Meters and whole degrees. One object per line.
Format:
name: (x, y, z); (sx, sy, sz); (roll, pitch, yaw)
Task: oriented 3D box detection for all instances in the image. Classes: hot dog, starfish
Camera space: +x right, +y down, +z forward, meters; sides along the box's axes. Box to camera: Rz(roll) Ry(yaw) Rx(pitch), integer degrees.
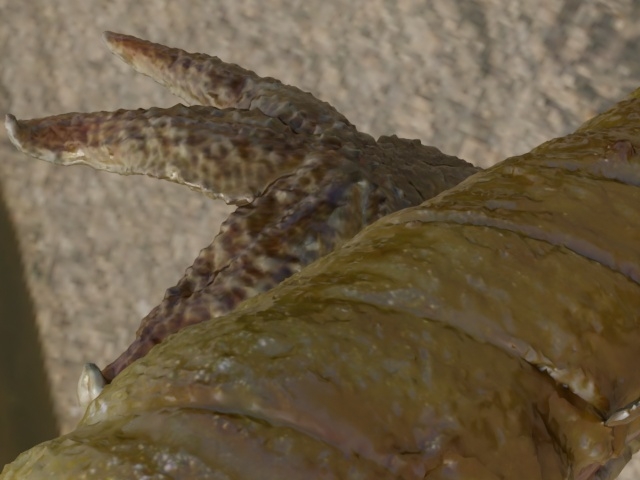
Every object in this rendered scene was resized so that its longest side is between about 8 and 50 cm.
hot dog: (0.043, 0.020, 0.406); (0.088, 0.286, 0.061); (41, 133, 12)
starfish: (0.005, -0.008, 0.947); (0.375, 0.327, 0.094); (57, 138, 40)
